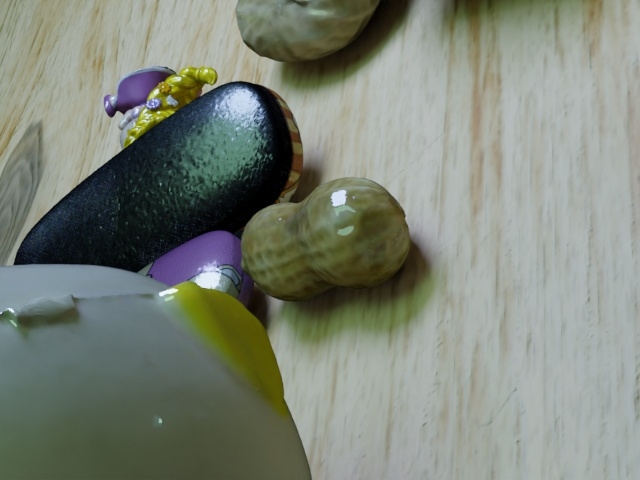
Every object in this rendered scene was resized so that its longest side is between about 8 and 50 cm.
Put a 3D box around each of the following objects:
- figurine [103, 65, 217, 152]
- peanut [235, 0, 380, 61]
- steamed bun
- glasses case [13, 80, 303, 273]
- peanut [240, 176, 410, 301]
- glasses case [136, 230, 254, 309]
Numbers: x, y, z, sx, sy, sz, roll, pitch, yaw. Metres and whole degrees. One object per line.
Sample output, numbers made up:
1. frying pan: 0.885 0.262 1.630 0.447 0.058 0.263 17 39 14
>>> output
1. figurine: -0.130 -0.086 1.758 0.115 0.095 0.156 -32 50 27
2. peanut: 0.012 -0.264 1.745 0.233 0.110 0.196 -56 23 -14
3. steamed bun: -0.181 0.176 1.160 0.374 0.334 0.334 -15 2 -37
4. glasses case: -0.144 -0.016 1.661 0.321 0.082 0.122 -35 56 28
5. peanut: 0.002 0.000 1.436 0.193 0.089 0.089 -12 45 53
6. glasses case: -0.173 0.107 1.577 0.316 0.076 0.123 -38 28 23
